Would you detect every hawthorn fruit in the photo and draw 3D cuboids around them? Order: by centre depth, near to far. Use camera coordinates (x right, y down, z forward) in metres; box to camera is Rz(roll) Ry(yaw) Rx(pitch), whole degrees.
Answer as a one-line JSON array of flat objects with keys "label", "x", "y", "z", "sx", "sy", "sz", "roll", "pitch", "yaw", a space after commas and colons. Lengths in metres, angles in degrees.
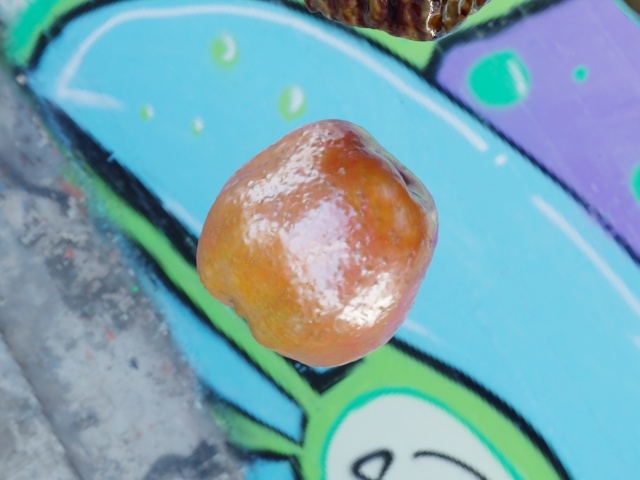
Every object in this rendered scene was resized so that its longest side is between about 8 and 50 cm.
[{"label": "hawthorn fruit", "x": 0.000, "y": 0.000, "z": 0.873, "sx": 0.189, "sy": 0.189, "sz": 0.189, "roll": 35, "pitch": 35, "yaw": -29}]

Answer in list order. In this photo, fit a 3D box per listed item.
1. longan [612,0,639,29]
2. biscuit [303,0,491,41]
[{"label": "longan", "x": 0.231, "y": -0.159, "z": 0.419, "sx": 0.300, "sy": 0.300, "sz": 0.243, "roll": -80, "pitch": 163, "yaw": -51}, {"label": "biscuit", "x": 0.125, "y": -0.225, "z": 0.567, "sx": 0.388, "sy": 0.073, "sz": 0.107, "roll": -41, "pitch": 138, "yaw": -37}]
